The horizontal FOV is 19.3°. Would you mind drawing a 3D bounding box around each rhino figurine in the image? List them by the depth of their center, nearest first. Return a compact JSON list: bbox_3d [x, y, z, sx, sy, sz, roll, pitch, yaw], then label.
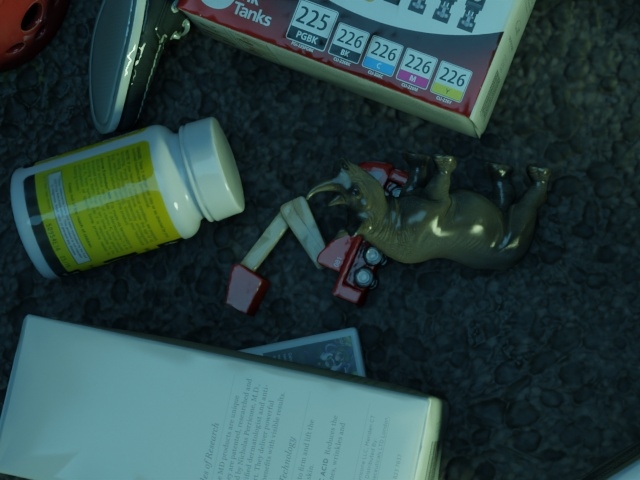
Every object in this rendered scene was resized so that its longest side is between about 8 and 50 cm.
[{"bbox_3d":[0.101,-0.030,1.795,0.243,0.073,0.106,6,90,-20],"label":"rhino figurine"}]

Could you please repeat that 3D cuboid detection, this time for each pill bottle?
[{"bbox_3d":[-0.188,-0.045,1.854,0.208,0.119,0.119,-17,83,7],"label":"pill bottle"}]

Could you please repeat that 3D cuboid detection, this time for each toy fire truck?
[{"bbox_3d":[0.000,0.000,1.859,0.135,0.047,0.192,23,88,11],"label":"toy fire truck"}]

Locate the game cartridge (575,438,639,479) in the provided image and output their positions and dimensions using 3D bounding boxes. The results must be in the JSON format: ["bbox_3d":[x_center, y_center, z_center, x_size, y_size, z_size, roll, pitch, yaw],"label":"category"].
[{"bbox_3d":[0.332,0.193,1.717,0.294,0.196,0.060,-33,80,5],"label":"game cartridge"}]

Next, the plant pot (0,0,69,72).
[{"bbox_3d":[-0.358,-0.271,1.874,0.191,0.174,0.191,-1,85,6],"label":"plant pot"}]

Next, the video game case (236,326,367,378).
[{"bbox_3d":[-0.030,0.195,1.859,0.173,0.022,0.190,-12,83,8],"label":"video game case"}]

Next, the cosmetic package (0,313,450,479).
[{"bbox_3d":[-0.085,0.180,1.751,0.385,0.217,0.156,10,86,11],"label":"cosmetic package"}]

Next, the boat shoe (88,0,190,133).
[{"bbox_3d":[-0.162,-0.250,1.877,0.091,0.114,0.302,7,101,-29],"label":"boat shoe"}]

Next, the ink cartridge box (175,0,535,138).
[{"bbox_3d":[0.058,-0.284,1.833,0.309,0.130,0.272,21,87,10],"label":"ink cartridge box"}]
